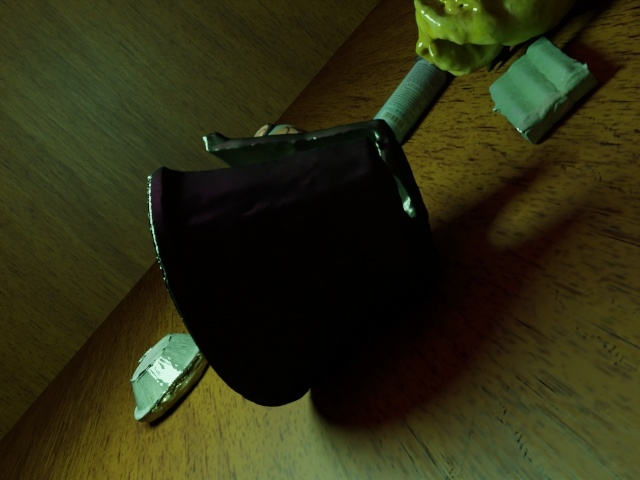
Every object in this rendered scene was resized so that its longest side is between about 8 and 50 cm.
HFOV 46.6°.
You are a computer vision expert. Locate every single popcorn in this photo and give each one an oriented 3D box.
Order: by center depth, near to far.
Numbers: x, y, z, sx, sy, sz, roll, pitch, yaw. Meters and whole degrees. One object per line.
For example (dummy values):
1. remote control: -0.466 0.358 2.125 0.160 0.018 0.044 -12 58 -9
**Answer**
1. popcorn: 0.269 -0.415 1.174 0.316 0.281 0.297 -46 15 26

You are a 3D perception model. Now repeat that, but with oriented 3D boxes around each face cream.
1. face cream: 0.186 -0.289 1.484 0.229 0.075 0.075 -53 15 -15

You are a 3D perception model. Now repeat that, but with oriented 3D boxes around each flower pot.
1. flower pot: 0.000 0.000 0.925 0.251 0.379 0.379 -21 24 17

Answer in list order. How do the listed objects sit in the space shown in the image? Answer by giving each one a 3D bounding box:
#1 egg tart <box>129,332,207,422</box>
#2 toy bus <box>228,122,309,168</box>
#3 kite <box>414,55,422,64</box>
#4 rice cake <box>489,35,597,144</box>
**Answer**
1. egg tart: -0.317 0.265 1.529 0.234 0.094 0.234 -46 13 13
2. toy bus: -0.093 -0.121 1.697 0.288 0.194 0.232 -49 27 -3
3. kite: 0.275 -0.436 1.705 0.204 0.022 0.360 -40 13 31
4. rice cake: 0.299 -0.214 1.030 0.127 0.043 0.237 -45 15 18
